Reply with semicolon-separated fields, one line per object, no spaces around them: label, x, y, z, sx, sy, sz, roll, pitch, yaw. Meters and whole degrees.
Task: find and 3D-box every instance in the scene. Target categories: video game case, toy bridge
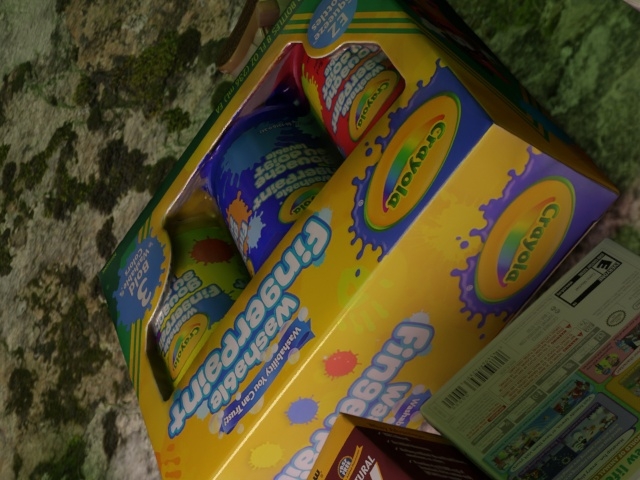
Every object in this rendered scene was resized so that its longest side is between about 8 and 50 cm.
video game case;0.207;0.108;0.979;0.212;0.023;0.193;-41;38;-10
toy bridge;-0.033;-0.171;1.430;0.063;0.026;0.188;101;151;-63

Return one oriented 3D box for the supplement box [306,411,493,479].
supplement box;0.105;0.243;0.965;0.194;0.191;0.129;37;105;51

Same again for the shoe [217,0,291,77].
shoe;-0.048;-0.282;1.510;0.219;0.058;0.076;-64;19;-2

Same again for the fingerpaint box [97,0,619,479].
fingerpaint box;0.000;0.000;1.208;0.445;0.163;0.371;-52;37;19

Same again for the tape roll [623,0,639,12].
tape roll;0.368;-0.345;1.039;0.392;0.072;0.392;-24;57;42
